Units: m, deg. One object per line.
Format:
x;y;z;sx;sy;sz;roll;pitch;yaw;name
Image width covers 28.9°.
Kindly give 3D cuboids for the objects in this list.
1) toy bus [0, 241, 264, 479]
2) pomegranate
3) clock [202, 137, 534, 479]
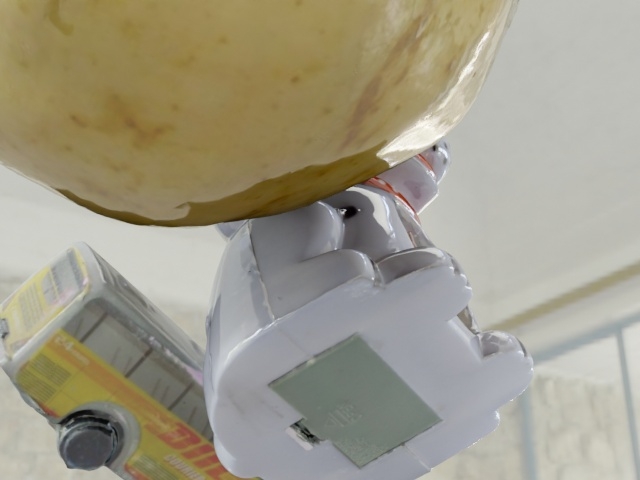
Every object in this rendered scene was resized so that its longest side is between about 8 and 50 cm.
-0.094;0.118;0.792;0.106;0.092;0.268;-43;-59;1;toy bus
-0.038;-0.176;0.589;0.342;0.343;0.342;-2;-24;-1;pomegranate
0.003;0.001;0.743;0.188;0.254;0.189;-7;-44;-7;clock
